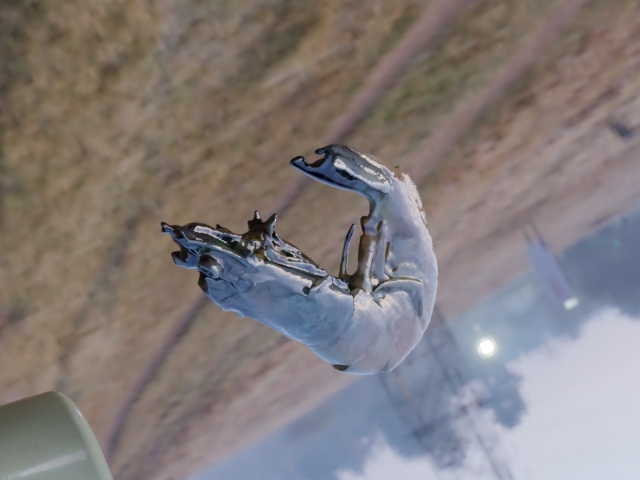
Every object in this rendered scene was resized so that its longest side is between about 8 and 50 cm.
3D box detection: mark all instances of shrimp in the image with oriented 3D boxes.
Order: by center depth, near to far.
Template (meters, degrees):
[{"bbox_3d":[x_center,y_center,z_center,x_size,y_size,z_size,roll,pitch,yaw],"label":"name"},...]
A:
[{"bbox_3d":[0.005,0.002,1.442,0.075,0.289,0.178,15,-102,57],"label":"shrimp"}]

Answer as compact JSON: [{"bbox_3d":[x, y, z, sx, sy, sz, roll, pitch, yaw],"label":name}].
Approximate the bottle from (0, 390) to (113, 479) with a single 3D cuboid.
[{"bbox_3d":[-0.306,0.247,1.176,0.351,0.229,0.229,-15,171,-20],"label":"bottle"}]
